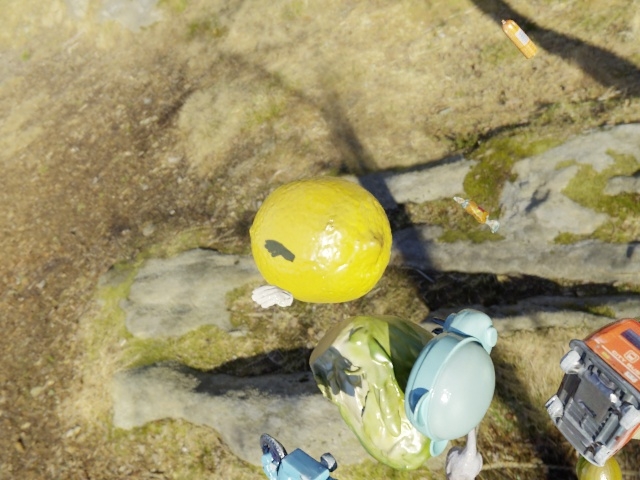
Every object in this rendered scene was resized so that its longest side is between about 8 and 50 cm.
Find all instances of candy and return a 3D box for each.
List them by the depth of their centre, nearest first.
[{"bbox_3d":[0.521,-0.094,1.727,0.046,0.182,0.053,-51,1,-1],"label":"candy"}]

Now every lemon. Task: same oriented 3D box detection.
[{"bbox_3d":[0.002,0.000,1.239,0.336,0.336,0.336,-17,46,19],"label":"lemon"}]

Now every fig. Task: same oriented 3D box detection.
[{"bbox_3d":[0.504,0.413,0.943,0.074,0.087,0.074,-7,17,2],"label":"fig"}]

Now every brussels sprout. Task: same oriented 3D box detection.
[{"bbox_3d":[0.157,0.339,1.245,0.276,0.371,0.315,-35,9,45],"label":"brussels sprout"}]

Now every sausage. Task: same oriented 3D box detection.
[{"bbox_3d":[0.430,-0.443,1.135,0.031,0.107,0.031,-42,26,25],"label":"sausage"}]

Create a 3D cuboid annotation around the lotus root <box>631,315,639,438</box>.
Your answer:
[{"bbox_3d":[0.909,0.358,1.464,0.251,0.250,0.346,8,34,37],"label":"lotus root"}]

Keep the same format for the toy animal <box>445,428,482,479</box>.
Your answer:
[{"bbox_3d":[0.382,0.587,1.376,0.091,0.195,0.324,13,83,4],"label":"toy animal"}]

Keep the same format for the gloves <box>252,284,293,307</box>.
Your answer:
[{"bbox_3d":[-0.078,0.094,0.897,0.081,0.037,0.044,-2,29,-23],"label":"gloves"}]

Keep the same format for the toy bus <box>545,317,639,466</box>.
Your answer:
[{"bbox_3d":[0.273,0.145,0.492,0.077,0.174,0.079,-31,51,-11],"label":"toy bus"}]

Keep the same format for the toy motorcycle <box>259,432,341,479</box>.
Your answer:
[{"bbox_3d":[-0.008,0.430,0.838,0.124,0.182,0.272,-25,25,-35],"label":"toy motorcycle"}]

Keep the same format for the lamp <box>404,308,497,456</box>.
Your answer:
[{"bbox_3d":[0.262,0.261,1.016,0.147,0.209,0.284,1,46,28],"label":"lamp"}]
